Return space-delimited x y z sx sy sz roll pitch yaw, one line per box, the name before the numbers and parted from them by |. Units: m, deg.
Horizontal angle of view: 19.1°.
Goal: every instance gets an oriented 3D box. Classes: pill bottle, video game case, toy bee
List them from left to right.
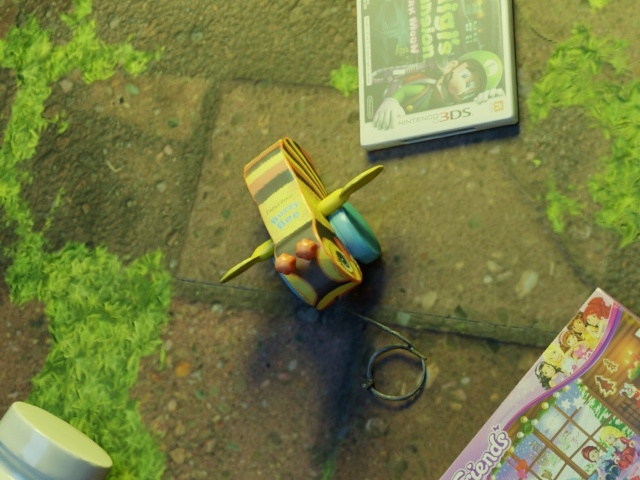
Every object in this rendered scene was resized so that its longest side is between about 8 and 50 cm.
pill bottle | -0.350 0.327 1.997 0.169 0.169 0.301 35 92 31
toy bee | 0.000 0.000 1.915 0.298 0.162 0.195 37 92 31
video game case | 0.120 -0.199 1.991 0.173 0.022 0.190 -10 71 25

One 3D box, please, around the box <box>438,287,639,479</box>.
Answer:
box | 0.245 0.219 1.777 0.201 0.057 0.293 42 96 32
